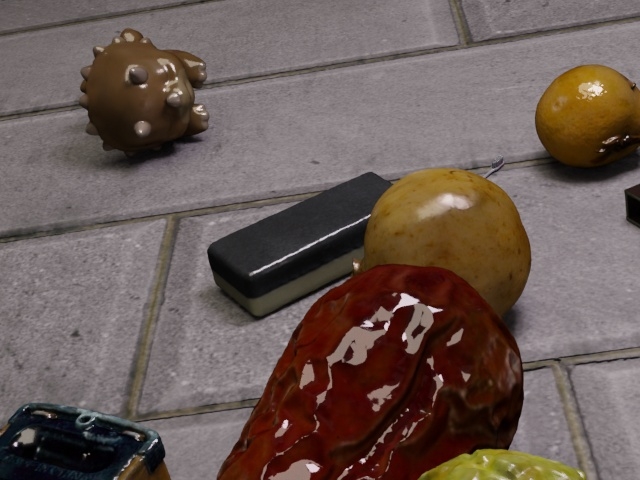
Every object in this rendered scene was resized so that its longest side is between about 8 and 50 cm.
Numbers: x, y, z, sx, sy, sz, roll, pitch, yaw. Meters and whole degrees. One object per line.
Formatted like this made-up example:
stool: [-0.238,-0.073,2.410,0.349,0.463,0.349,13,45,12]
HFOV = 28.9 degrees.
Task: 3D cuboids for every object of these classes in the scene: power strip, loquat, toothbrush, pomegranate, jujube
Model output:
power strip: [0.000,0.000,1.489,0.257,0.070,0.105,-26,35,-22]
loquat: [0.346,-0.159,1.584,0.141,0.141,0.141,-8,29,5]
toothbrush: [0.191,-0.069,1.597,0.011,0.014,0.167,22,42,31]
pomegranate: [0.119,0.017,1.307,0.196,0.196,0.196,-8,29,5]
jujube: [0.034,0.168,1.062,0.216,0.216,0.342,13,51,36]

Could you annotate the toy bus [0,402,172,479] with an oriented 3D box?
toy bus: [-0.242,0.291,0.934,0.162,0.194,0.323,7,37,29]

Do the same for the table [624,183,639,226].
table: [0.456,-0.045,1.369,0.121,0.111,0.240,-22,31,-17]

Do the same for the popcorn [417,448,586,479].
popcorn: [0.149,0.254,0.911,0.212,0.198,0.198,14,28,-10]

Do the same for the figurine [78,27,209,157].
figurine: [-0.287,-0.221,1.863,0.173,0.177,0.247,-11,35,-40]
